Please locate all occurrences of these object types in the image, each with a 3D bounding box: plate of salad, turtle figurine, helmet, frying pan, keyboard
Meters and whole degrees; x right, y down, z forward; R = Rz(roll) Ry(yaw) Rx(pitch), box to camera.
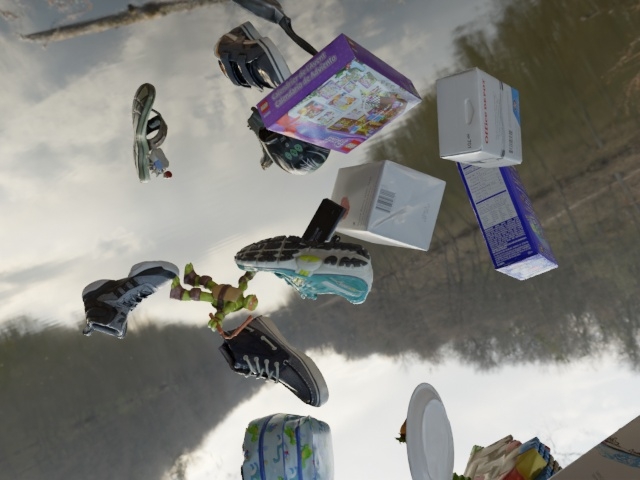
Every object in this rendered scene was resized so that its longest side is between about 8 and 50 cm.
[{"bbox_3d":[0.176,0.340,0.908,0.048,0.200,0.199,-14,178,29],"label":"plate of salad"},{"bbox_3d":[-0.230,0.121,1.296,0.270,0.217,0.087,-64,166,-45],"label":"turtle figurine"},{"bbox_3d":[-0.051,-0.237,1.305,0.169,0.170,0.161,-29,132,28],"label":"helmet"},{"bbox_3d":[-0.135,-0.543,1.283,0.197,0.326,0.053,3,127,-45],"label":"frying pan"},{"bbox_3d":[0.000,0.000,1.220,0.023,0.108,0.180,24,98,-42],"label":"keyboard"}]

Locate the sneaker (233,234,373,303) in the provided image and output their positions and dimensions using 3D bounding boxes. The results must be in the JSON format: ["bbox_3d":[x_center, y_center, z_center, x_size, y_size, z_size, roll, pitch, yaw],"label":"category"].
[{"bbox_3d":[-0.038,0.062,1.023,0.275,0.110,0.107,9,-150,19],"label":"sneaker"}]

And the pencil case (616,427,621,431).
[{"bbox_3d":[0.855,0.681,1.577,0.306,0.133,0.119,-50,153,-4],"label":"pencil case"}]

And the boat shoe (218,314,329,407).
[{"bbox_3d":[-0.136,0.337,1.435,0.158,0.340,0.127,-15,125,-36],"label":"boat shoe"}]

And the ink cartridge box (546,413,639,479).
[{"bbox_3d":[0.450,0.343,0.641,0.270,0.198,0.197,-39,-169,7],"label":"ink cartridge box"}]

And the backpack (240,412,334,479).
[{"bbox_3d":[-0.078,0.577,1.419,0.273,0.290,0.355,-15,147,27],"label":"backpack"}]

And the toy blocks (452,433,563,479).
[{"bbox_3d":[0.462,0.586,1.317,0.261,0.191,0.381,-43,171,29],"label":"toy blocks"}]

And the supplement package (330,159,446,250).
[{"bbox_3d":[0.151,-0.088,1.395,0.175,0.178,0.293,16,177,-20],"label":"supplement package"}]

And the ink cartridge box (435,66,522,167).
[{"bbox_3d":[0.285,-0.209,0.964,0.082,0.140,0.190,-4,178,41],"label":"ink cartridge box"}]

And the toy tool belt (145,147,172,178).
[{"bbox_3d":[-0.408,-0.187,1.367,0.051,0.083,0.052,-22,-176,33],"label":"toy tool belt"}]

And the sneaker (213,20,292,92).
[{"bbox_3d":[-0.162,-0.409,1.271,0.127,0.321,0.126,-31,129,-3],"label":"sneaker"}]

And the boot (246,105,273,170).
[{"bbox_3d":[-0.173,-0.304,1.610,0.198,0.137,0.077,-47,-164,49],"label":"boot"}]

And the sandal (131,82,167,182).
[{"bbox_3d":[-0.458,-0.288,1.464,0.086,0.120,0.303,-5,139,-23],"label":"sandal"}]

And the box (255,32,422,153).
[{"bbox_3d":[0.046,-0.260,1.025,0.200,0.057,0.293,-32,163,27],"label":"box"}]

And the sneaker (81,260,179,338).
[{"bbox_3d":[-0.474,0.155,1.360,0.268,0.153,0.101,-19,141,8],"label":"sneaker"}]

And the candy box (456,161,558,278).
[{"bbox_3d":[0.497,-0.071,1.447,0.122,0.318,0.268,-24,158,27],"label":"candy box"}]
